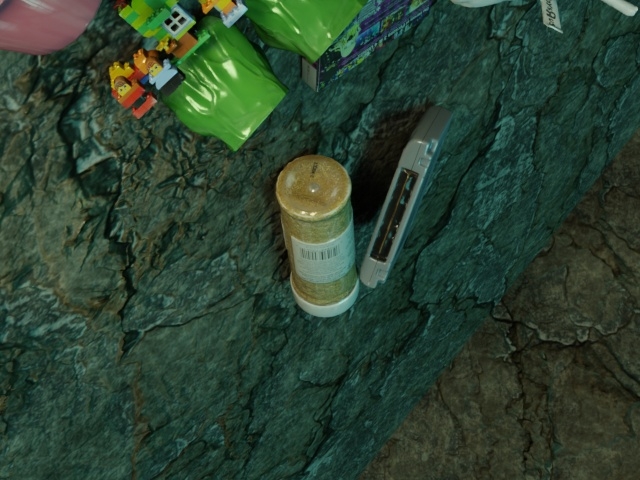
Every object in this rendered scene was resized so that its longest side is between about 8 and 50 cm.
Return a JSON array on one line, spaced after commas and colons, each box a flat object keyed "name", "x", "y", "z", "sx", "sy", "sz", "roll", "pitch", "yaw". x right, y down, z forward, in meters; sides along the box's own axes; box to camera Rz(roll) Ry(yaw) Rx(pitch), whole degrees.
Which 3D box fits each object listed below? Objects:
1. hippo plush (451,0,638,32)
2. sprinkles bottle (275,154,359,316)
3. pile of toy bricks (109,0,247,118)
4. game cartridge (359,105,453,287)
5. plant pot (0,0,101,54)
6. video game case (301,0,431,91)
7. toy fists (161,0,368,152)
[{"name": "hippo plush", "x": 0.276, "y": -0.456, "z": 1.739, "sx": 0.234, "sy": 0.294, "sz": 0.237, "roll": -13, "pitch": 130, "yaw": -2}, {"name": "sprinkles bottle", "x": 0.000, "y": 0.000, "z": 2.089, "sx": 0.121, "sy": 0.121, "sz": 0.355, "roll": -40, "pitch": 156, "yaw": -17}, {"name": "pile of toy bricks", "x": -0.185, "y": -0.249, "z": 1.436, "sx": 0.212, "sy": 0.118, "sz": 0.105, "roll": -42, "pitch": 119, "yaw": 14}, {"name": "game cartridge", "x": 0.150, "y": -0.081, "z": 2.196, "sx": 0.198, "sy": 0.062, "sz": 0.297, "roll": -65, "pitch": 175, "yaw": -60}, {"name": "plant pot", "x": -0.289, "y": -0.249, "z": 1.085, "sx": 0.201, "sy": 0.201, "sz": 0.180, "roll": -51, "pitch": 149, "yaw": 9}, {"name": "video game case", "x": 0.070, "y": -0.342, "z": 1.769, "sx": 0.232, "sy": 0.042, "sz": 0.210, "roll": -37, "pitch": 155, "yaw": -21}, {"name": "toy fists", "x": -0.077, "y": -0.249, "z": 1.551, "sx": 0.279, "sy": 0.142, "sz": 0.096, "roll": -48, "pitch": -172, "yaw": 2}]
